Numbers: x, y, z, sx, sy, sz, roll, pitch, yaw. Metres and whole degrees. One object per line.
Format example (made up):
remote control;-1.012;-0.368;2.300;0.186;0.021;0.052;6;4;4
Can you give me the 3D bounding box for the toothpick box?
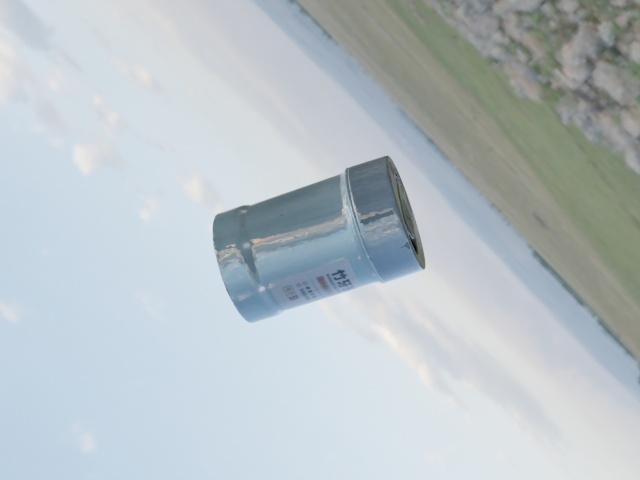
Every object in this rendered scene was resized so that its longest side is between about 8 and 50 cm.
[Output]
toothpick box;0.000;0.000;0.831;0.101;0.153;0.101;-18;-90;-78
